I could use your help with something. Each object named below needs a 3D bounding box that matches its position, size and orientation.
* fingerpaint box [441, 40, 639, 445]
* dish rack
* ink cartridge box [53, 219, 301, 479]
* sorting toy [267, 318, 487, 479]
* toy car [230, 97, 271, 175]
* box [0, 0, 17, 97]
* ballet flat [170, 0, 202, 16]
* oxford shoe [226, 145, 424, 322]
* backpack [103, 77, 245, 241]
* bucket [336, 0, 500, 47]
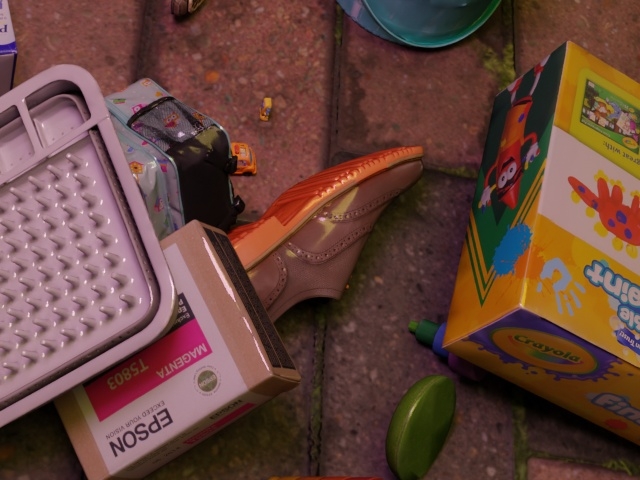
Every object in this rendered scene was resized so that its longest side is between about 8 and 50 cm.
[{"bbox_3d":[0.395,0.038,1.505,0.444,0.163,0.371,26,58,-19],"label":"fingerpaint box"},{"bbox_3d":[-0.297,0.012,1.307,0.285,0.072,0.333,-29,66,11],"label":"dish rack"},{"bbox_3d":[-0.169,0.121,1.322,0.234,0.088,0.193,-33,71,10],"label":"ink cartridge box"},{"bbox_3d":[0.060,0.210,1.422,0.126,0.127,0.365,20,52,29],"label":"sorting toy"},{"bbox_3d":[-0.098,-0.136,1.568,0.060,0.040,0.122,16,61,-8],"label":"toy car"},{"bbox_3d":[-0.407,-0.240,1.481,0.072,0.126,0.137,-6,66,-21],"label":"box"},{"bbox_3d":[-0.139,-0.388,1.667,0.058,0.084,0.250,22,54,-3],"label":"ballet flat"},{"bbox_3d":[0.000,0.000,1.502,0.363,0.130,0.133,-33,102,-28],"label":"oxford shoe"},{"bbox_3d":[-0.194,-0.089,1.439,0.144,0.166,0.188,-28,50,-19],"label":"backpack"},{"bbox_3d":[0.143,-0.408,1.696,0.281,0.183,0.281,6,62,-12],"label":"bucket"}]
